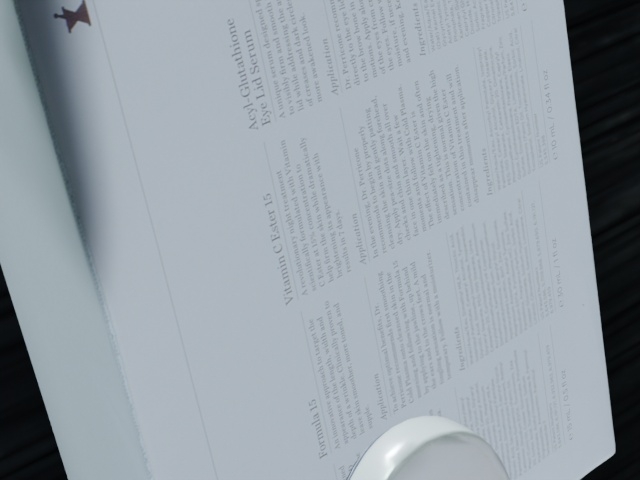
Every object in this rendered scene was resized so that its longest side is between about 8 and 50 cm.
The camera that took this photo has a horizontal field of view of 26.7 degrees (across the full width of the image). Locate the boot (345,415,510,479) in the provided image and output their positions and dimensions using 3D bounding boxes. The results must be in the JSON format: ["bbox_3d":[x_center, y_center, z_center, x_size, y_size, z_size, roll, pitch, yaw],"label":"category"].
[{"bbox_3d":[0.010,0.134,0.421,0.086,0.069,0.190,25,117,54],"label":"boot"}]

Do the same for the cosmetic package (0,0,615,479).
[{"bbox_3d":[0.000,0.000,0.643,0.097,0.284,0.377,16,125,47],"label":"cosmetic package"}]
